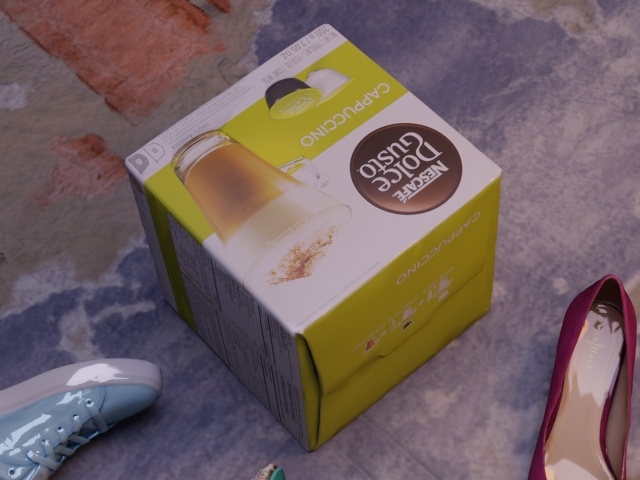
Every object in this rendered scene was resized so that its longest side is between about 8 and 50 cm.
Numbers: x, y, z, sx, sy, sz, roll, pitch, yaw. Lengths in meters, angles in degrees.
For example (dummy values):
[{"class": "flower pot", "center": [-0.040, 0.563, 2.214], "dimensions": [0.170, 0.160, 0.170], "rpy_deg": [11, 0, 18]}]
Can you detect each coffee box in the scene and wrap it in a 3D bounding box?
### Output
[{"class": "coffee box", "center": [0.000, 0.000, 1.847], "dimensions": [0.337, 0.338, 0.334], "rpy_deg": [-37, 63, -19]}]

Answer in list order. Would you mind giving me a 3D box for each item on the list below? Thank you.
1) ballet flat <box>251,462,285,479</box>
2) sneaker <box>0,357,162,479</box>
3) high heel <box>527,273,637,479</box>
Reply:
[{"class": "ballet flat", "center": [-0.093, 0.386, 1.755], "dimensions": [0.077, 0.091, 0.241], "rpy_deg": [-5, 54, 14]}, {"class": "sneaker", "center": [-0.366, 0.267, 1.830], "dimensions": [0.366, 0.135, 0.150], "rpy_deg": [-19, 65, 1]}, {"class": "high heel", "center": [0.328, 0.231, 1.773], "dimensions": [0.127, 0.181, 0.377], "rpy_deg": [4, 57, 5]}]
